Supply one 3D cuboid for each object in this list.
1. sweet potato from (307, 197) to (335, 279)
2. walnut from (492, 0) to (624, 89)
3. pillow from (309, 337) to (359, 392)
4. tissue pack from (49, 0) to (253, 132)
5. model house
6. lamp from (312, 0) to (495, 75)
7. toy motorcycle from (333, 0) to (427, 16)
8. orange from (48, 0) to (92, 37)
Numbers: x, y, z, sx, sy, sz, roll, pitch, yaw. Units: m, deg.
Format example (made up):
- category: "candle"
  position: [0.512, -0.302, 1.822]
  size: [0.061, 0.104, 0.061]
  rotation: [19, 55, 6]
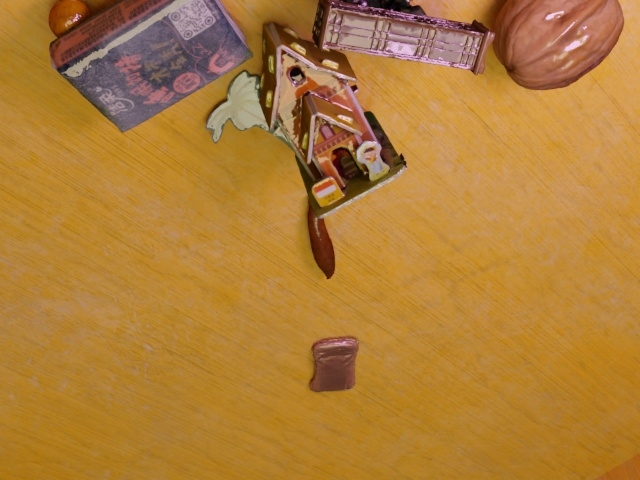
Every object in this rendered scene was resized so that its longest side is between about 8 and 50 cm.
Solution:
- category: "sweet potato"
  position: [0.001, 0.001, 2.035]
  size: [0.057, 0.057, 0.264]
  rotation: [-13, 133, -2]
- category: "walnut"
  position: [0.474, -0.425, 1.682]
  size: [0.261, 0.225, 0.225]
  rotation: [-41, 127, 14]
- category: "pillow"
  position: [0.040, 0.353, 2.364]
  size: [0.135, 0.034, 0.211]
  rotation: [-1, 129, -7]
- category: "tissue pack"
  position: [-0.313, -0.357, 1.587]
  size: [0.316, 0.103, 0.228]
  rotation: [-29, 146, 7]
- category: "model house"
  position: [-0.066, -0.237, 1.671]
  size: [0.340, 0.300, 0.323]
  rotation: [-28, 122, 6]
- category: "lamp"
  position: [0.152, -0.382, 1.562]
  size: [0.325, 0.089, 0.090]
  rotation: [6, 117, -15]
- category: "toy motorcycle"
  position: [0.110, -0.452, 1.628]
  size: [0.205, 0.127, 0.275]
  rotation: [-19, 128, 0]
- category: "orange"
  position: [-0.465, -0.410, 1.567]
  size: [0.083, 0.070, 0.083]
  rotation: [-14, 147, -9]
